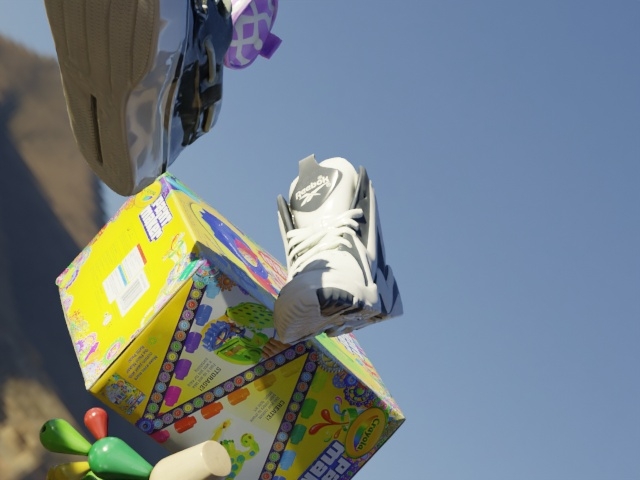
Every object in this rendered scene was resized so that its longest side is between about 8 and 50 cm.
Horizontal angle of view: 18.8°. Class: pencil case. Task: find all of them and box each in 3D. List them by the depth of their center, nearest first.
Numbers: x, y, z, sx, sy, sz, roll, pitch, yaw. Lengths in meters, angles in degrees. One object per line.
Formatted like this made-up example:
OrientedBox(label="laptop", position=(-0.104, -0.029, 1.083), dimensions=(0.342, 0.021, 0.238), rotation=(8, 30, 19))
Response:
OrientedBox(label="pencil case", position=(-0.133, -0.225, 1.682), dimensions=(0.206, 0.086, 0.088), rotation=(34, -11, 20))

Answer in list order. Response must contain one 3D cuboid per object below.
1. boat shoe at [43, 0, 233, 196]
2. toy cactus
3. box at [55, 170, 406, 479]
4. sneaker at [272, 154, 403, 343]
OrientedBox(label="boat shoe", position=(-0.127, -0.164, 1.428), dimensions=(0.121, 0.119, 0.335), rotation=(44, -25, 14))
OrientedBox(label="toy cactus", position=(-0.140, 0.224, 1.651), dimensions=(0.219, 0.180, 0.112), rotation=(57, 34, 4))
OrientedBox(label="box", position=(-0.100, 0.111, 1.998), dimensions=(0.279, 0.177, 0.290), rotation=(40, 7, -24))
OrientedBox(label="sneaker", position=(0.000, 0.000, 1.616), dimensions=(0.235, 0.094, 0.153), rotation=(1, 70, -70))
